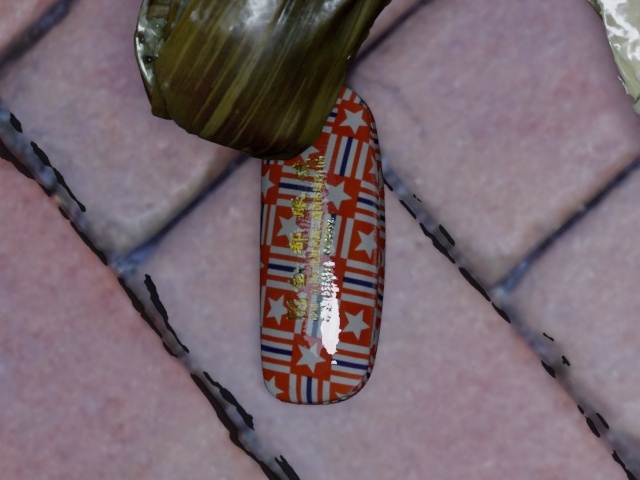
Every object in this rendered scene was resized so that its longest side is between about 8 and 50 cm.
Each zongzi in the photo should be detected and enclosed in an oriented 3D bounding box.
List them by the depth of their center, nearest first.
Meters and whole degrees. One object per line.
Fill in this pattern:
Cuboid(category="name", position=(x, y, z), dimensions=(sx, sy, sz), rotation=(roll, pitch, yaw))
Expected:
Cuboid(category="zongzi", position=(0.030, -0.180, 0.998), dimensions=(0.288, 0.134, 0.286), rotation=(12, 84, 53))

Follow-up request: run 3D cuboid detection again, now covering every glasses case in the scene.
Cuboid(category="glasses case", position=(0.000, 0.000, 1.101), dimensions=(0.073, 0.049, 0.194), rotation=(-2, 81, 15))

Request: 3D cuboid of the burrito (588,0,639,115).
Cuboid(category="burrito", position=(0.205, -0.194, 1.043), dimensions=(0.175, 0.107, 0.347), rotation=(-32, 71, 16))
